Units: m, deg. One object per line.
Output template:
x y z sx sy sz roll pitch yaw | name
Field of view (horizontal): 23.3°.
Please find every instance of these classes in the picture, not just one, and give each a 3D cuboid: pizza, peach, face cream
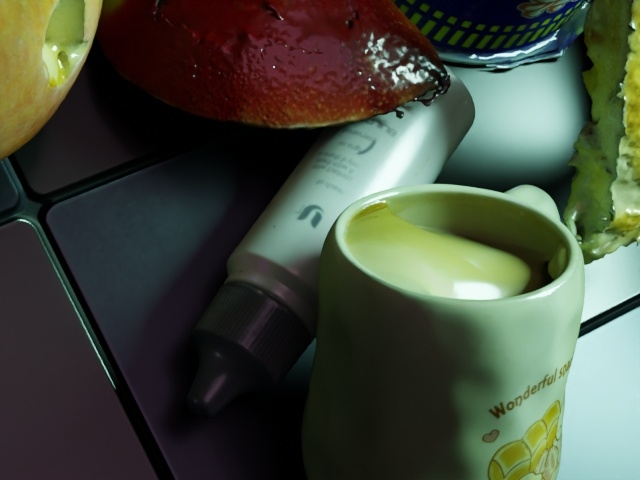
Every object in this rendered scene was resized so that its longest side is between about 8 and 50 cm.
0.239 -0.116 1.100 0.280 0.075 0.288 22 105 -37 | pizza
-0.039 -0.164 1.104 0.279 0.068 0.189 15 59 9 | peach
0.000 0.000 1.096 0.092 0.092 0.311 36 64 -5 | face cream

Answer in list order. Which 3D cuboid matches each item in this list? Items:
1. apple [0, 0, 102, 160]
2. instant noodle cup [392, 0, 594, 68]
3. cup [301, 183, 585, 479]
-0.255 -0.167 0.979 0.242 0.241 0.242 7 68 -18 | apple
0.161 -0.311 1.138 0.284 0.312 0.284 6 70 -18 | instant noodle cup
0.080 0.068 1.048 0.173 0.202 0.255 5 28 1 | cup
